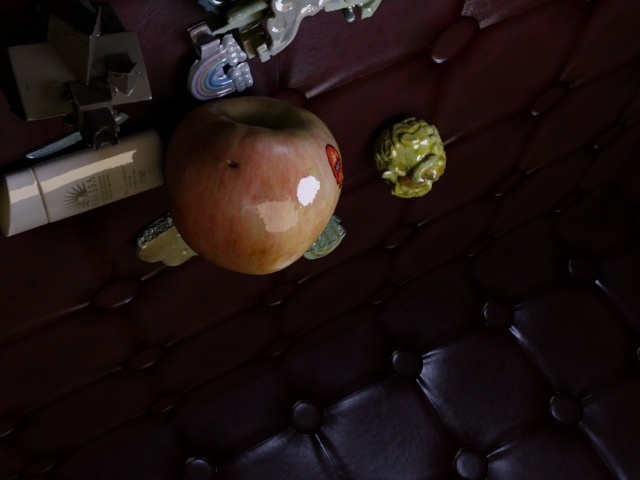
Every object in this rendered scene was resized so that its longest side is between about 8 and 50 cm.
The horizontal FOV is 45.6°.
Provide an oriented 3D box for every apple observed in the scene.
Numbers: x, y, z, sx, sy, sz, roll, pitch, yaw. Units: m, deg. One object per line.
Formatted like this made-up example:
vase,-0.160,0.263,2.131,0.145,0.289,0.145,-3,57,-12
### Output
apple,-0.145,-0.118,1.608,0.391,0.391,0.347,-14,131,-35

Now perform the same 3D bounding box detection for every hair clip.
hair clip,-0.210,-0.347,1.517,0.140,0.054,0.220,-34,160,-10

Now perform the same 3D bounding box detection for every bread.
bread,0.005,-0.002,2.353,0.156,0.103,0.110,-25,151,-1
bread,-0.333,-0.026,1.957,0.286,0.056,0.207,-31,153,-2

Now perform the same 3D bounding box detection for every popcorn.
popcorn,0.248,-0.221,2.092,0.181,0.217,0.235,-19,142,-19

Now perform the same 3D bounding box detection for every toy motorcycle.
toy motorcycle,-0.029,-0.470,1.357,0.410,0.169,0.237,-22,148,-11

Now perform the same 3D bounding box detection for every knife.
knife,-0.476,-0.206,1.497,0.210,0.015,0.028,-26,162,-11

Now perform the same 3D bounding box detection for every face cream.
face cream,-0.492,-0.119,1.558,0.348,0.081,0.173,-22,154,-23

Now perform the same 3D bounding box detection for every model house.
model house,-0.382,-0.264,1.216,0.211,0.243,0.204,-18,153,-29
